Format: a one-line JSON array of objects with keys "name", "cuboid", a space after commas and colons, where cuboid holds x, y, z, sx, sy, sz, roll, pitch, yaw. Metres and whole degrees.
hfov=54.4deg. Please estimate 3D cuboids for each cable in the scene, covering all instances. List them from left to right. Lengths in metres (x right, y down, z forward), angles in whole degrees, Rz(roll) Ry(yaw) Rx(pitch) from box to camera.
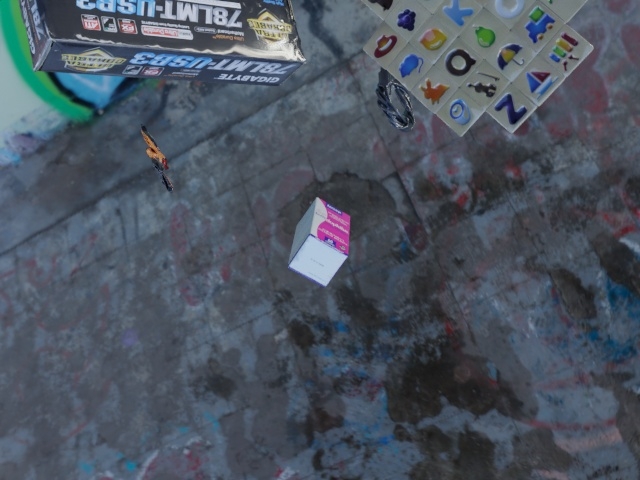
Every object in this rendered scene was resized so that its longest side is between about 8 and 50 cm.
[{"name": "cable", "cuboid": [0.184, -0.331, 1.519, 0.047, 0.150, 0.184, -21, 52, 25]}]

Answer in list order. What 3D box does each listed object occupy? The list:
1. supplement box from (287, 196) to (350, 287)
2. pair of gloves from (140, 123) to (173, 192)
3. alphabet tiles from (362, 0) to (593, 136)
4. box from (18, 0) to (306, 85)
[{"name": "supplement box", "cuboid": [0.000, 0.000, 1.597, 0.114, 0.111, 0.220, -55, 13, 25]}, {"name": "pair of gloves", "cuboid": [-0.206, -0.102, 0.780, 0.010, 0.083, 0.074, -27, 65, -18]}, {"name": "alphabet tiles", "cuboid": [0.239, -0.347, 0.992, 0.342, 0.011, 0.285, 45, 111, 10]}, {"name": "box", "cuboid": [-0.180, -0.321, 0.681, 0.073, 0.296, 0.293, -23, 79, 52]}]
